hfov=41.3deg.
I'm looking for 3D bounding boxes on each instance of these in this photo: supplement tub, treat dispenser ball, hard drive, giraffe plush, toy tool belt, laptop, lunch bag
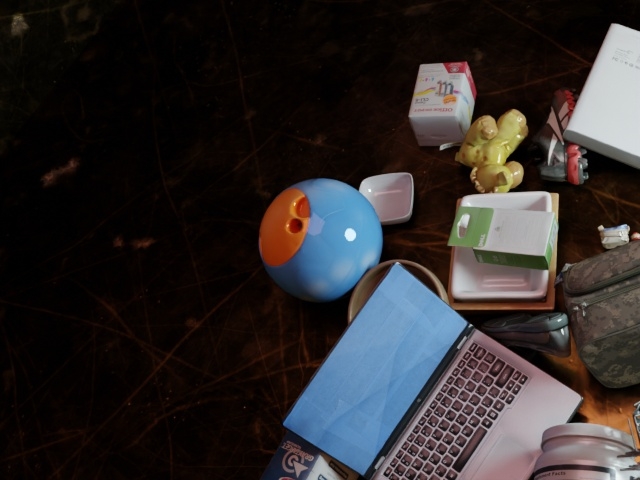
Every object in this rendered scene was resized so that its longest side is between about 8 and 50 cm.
[{"bbox_3d":[0.473,0.483,1.509,0.191,0.191,0.272,-2,58,22],"label":"supplement tub"},{"bbox_3d":[0.000,0.000,1.966,0.288,0.288,0.288,-11,55,16],"label":"treat dispenser ball"},{"bbox_3d":[0.729,-0.333,1.969,0.233,0.047,0.353,24,63,11],"label":"hard drive"},{"bbox_3d":[0.409,-0.183,2.004,0.210,0.181,0.170,-22,66,9],"label":"giraffe plush"},{"bbox_3d":[0.651,-0.017,1.851,0.083,0.052,0.051,-11,63,15],"label":"toy tool belt"},{"bbox_3d":[0.220,0.326,1.621,0.408,0.236,0.382,33,84,24],"label":"laptop"},{"bbox_3d":[0.630,0.113,1.655,0.305,0.212,0.256,-26,39,28],"label":"lunch bag"}]

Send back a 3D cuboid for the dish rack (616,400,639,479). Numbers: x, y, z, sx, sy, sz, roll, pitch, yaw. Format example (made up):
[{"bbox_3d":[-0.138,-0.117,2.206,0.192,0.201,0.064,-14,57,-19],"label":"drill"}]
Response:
[{"bbox_3d":[0.577,0.408,1.451,0.074,0.208,0.271,-19,75,39],"label":"dish rack"}]

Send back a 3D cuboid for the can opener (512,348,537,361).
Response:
[{"bbox_3d":[0.380,0.279,1.769,0.186,0.073,0.059,-34,43,-13],"label":"can opener"}]

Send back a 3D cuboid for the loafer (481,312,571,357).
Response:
[{"bbox_3d":[0.413,0.197,1.724,0.096,0.267,0.084,-18,90,-18],"label":"loafer"}]

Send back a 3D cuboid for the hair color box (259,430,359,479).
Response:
[{"bbox_3d":[0.009,0.433,1.745,0.105,0.174,0.347,15,65,39],"label":"hair color box"}]

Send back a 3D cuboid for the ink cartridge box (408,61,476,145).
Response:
[{"bbox_3d":[0.312,-0.344,2.162,0.128,0.127,0.176,2,60,23],"label":"ink cartridge box"}]

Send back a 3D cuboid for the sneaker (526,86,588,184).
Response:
[{"bbox_3d":[0.556,-0.251,2.015,0.135,0.097,0.275,-5,58,18],"label":"sneaker"}]

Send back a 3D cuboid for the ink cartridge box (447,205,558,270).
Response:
[{"bbox_3d":[0.386,-0.008,1.799,0.209,0.062,0.108,6,61,27],"label":"ink cartridge box"}]

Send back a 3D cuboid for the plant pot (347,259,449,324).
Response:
[{"bbox_3d":[0.187,0.166,1.868,0.238,0.110,0.237,-7,76,32],"label":"plant pot"}]

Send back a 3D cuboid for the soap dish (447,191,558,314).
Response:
[{"bbox_3d":[0.408,0.035,1.878,0.229,0.118,0.290,-2,58,22],"label":"soap dish"}]

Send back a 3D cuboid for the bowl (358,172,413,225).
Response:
[{"bbox_3d":[0.166,-0.095,2.108,0.142,0.053,0.142,-6,57,19],"label":"bowl"}]
